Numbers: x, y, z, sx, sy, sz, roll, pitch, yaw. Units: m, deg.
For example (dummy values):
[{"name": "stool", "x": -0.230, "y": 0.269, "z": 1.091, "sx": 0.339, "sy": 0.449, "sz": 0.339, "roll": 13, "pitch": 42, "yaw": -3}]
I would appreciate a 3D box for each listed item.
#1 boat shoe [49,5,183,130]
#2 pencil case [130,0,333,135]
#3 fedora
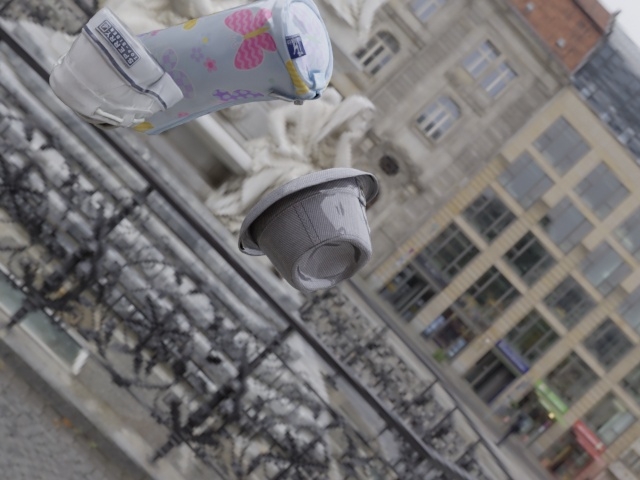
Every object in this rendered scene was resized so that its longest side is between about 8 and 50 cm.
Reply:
[{"name": "boat shoe", "x": -0.188, "y": -0.142, "z": 0.856, "sx": 0.096, "sy": 0.088, "sz": 0.267, "roll": 49, "pitch": 0, "yaw": -11}, {"name": "pencil case", "x": -0.121, "y": -0.205, "z": 1.108, "sx": 0.113, "sy": 0.273, "sz": 0.124, "roll": -49, "pitch": 126, "yaw": -56}, {"name": "fedora", "x": 0.000, "y": 0.000, "z": 1.468, "sx": 0.275, "sy": 0.244, "sz": 0.124, "roll": 74, "pitch": -9, "yaw": -70}]
